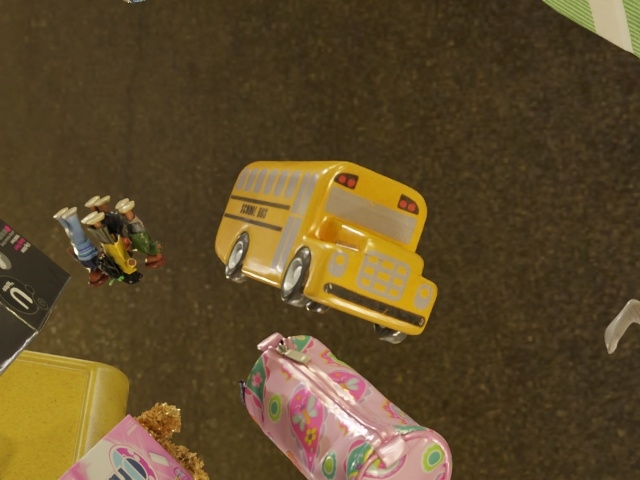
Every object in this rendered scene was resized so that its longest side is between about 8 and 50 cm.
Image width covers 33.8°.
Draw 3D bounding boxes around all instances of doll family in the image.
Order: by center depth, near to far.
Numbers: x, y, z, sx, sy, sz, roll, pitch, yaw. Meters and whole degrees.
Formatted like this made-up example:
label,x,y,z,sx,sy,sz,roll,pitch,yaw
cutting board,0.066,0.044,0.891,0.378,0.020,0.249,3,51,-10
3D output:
label,x,y,z,sx,sy,sz,roll,pitch,yaw
doll family,-0.267,0.008,1.340,0.193,0.076,0.111,14,136,56

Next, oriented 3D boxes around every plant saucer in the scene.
label,x,y,z,sx,sy,sz,roll,pitch,yaw
plant saucer,-0.412,0.247,1.313,0.333,0.332,0.081,-93,18,-46

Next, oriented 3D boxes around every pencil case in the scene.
label,x,y,z,sx,sy,sz,roll,pitch,yaw
pencil case,0.018,0.195,1.115,0.284,0.124,0.124,33,122,57

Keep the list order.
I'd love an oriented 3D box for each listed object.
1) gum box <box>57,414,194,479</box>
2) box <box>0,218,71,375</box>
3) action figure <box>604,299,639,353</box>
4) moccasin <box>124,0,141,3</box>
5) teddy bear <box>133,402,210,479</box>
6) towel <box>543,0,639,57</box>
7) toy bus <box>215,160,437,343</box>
label,x,y,z,sx,sy,sz,roll,pitch,yaw
gum box,-0.216,0.269,1.114,0.107,0.188,0.062,45,103,1
box,-0.392,0.028,0.953,0.165,0.270,0.143,-46,14,13
action figure,0.496,0.102,1.055,0.341,0.330,0.179,111,166,-76
moccasin,-0.109,-0.383,1.238,0.117,0.341,0.138,58,-161,-58
teddy bear,-0.258,0.317,1.502,0.338,0.245,0.113,48,127,22
towel,0.286,-0.258,0.997,0.038,0.248,0.325,-47,55,-6
toy bus,0.000,0.000,0.974,0.130,0.108,0.332,-69,20,-3
